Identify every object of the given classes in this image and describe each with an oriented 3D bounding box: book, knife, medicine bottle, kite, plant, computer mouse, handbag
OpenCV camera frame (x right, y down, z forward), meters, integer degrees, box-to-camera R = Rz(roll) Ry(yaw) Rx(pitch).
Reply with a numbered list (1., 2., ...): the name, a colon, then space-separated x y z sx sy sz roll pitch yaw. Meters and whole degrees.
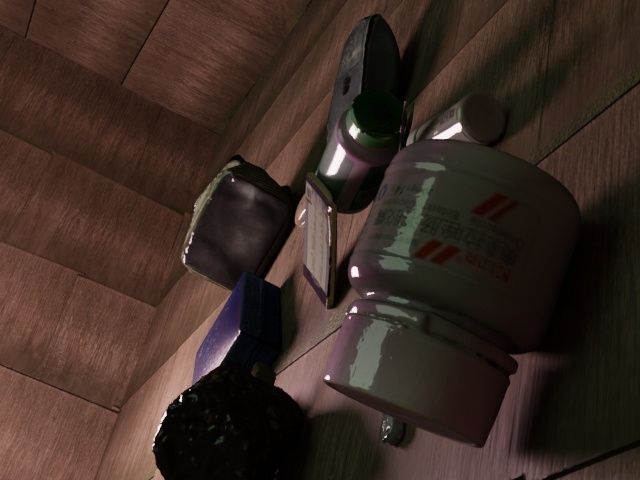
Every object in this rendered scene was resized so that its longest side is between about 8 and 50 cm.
1. book: 0.001 0.000 1.839 0.157 0.026 0.231 -125 33 -59
2. knife: 0.103 0.233 1.370 0.162 0.023 0.044 -86 23 -53
3. medicine bottle: 0.147 0.062 1.082 0.302 0.241 0.241 -68 16 -12
4. kite: 0.133 -0.113 1.591 0.314 0.011 0.335 91 -169 -48
5. plant: -0.144 0.344 1.696 0.215 0.213 0.312 -60 -20 14
6. medicine bottle: 0.076 -0.168 1.784 0.274 0.133 0.134 116 172 -61
7. computer mouse: 0.106 -0.327 2.079 0.203 0.114 0.374 -28 47 61
8. handbag: -0.216 -0.054 2.499 0.341 0.247 0.240 -61 4 19
9. medicine bottle: 0.217 -0.173 1.517 0.183 0.086 0.086 -27 40 66

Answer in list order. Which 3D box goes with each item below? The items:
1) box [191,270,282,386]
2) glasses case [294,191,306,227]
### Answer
1. box: -0.198 0.252 2.171 0.261 0.116 0.279 -59 14 21
2. glasses case: -0.005 -0.103 2.197 0.204 0.051 0.081 -48 21 45
